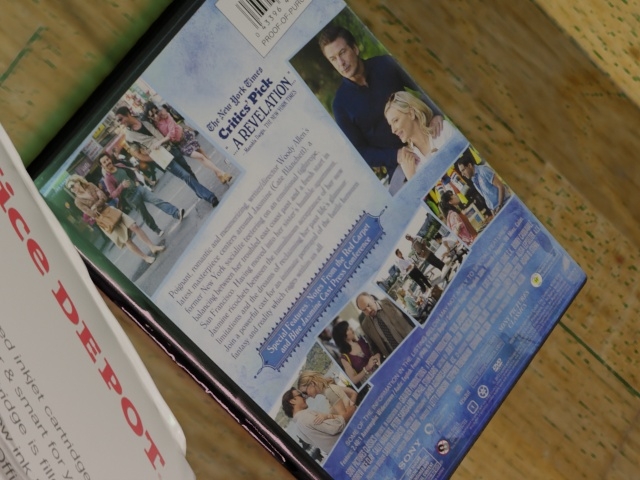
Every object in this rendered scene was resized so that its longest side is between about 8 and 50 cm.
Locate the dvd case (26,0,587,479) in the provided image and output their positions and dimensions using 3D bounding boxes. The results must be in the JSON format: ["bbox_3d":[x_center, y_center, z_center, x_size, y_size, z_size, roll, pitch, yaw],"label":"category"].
[{"bbox_3d":[0.000,0.000,0.799,0.253,0.022,0.180,46,68,-21],"label":"dvd case"}]

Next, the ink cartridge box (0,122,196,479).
[{"bbox_3d":[-0.166,0.077,0.534,0.129,0.307,0.223,-25,104,14],"label":"ink cartridge box"}]
